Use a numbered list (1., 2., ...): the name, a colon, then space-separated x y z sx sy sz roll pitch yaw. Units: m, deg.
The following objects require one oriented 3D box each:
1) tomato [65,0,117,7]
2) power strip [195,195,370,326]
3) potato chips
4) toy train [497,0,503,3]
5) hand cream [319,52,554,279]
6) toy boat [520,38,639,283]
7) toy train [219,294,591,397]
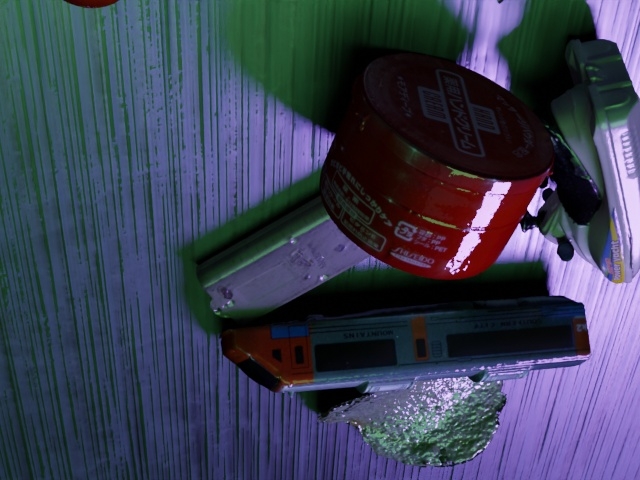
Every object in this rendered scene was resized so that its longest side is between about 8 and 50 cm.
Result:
1. tomato: -0.180 -0.221 0.877 0.087 0.075 0.087 -11 136 -11
2. power strip: 0.000 0.000 1.159 0.268 0.034 0.092 -30 132 11
3. potato chips: 0.109 0.205 1.366 0.228 0.059 0.167 25 114 -28
4. toy train: 0.159 -0.254 0.974 0.056 0.038 0.093 21 123 -28
5. hand cream: 0.102 -0.068 1.023 0.193 0.193 0.125 8 131 -23
6. toy boat: 0.265 -0.061 1.120 0.141 0.141 0.269 -12 136 -6
7. toy train: 0.095 0.121 1.247 0.409 0.089 0.086 -4 168 -15
